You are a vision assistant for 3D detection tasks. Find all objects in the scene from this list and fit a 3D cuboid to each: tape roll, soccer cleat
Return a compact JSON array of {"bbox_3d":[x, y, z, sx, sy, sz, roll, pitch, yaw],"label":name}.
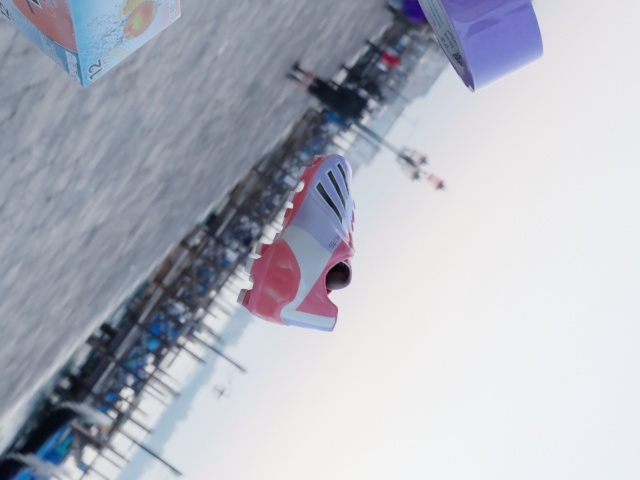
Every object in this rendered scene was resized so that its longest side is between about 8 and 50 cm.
[{"bbox_3d":[0.154,-0.255,1.035,0.080,0.189,0.189,-27,-175,6],"label":"tape roll"},{"bbox_3d":[0.000,0.000,0.950,0.248,0.095,0.083,-61,172,-54],"label":"soccer cleat"}]

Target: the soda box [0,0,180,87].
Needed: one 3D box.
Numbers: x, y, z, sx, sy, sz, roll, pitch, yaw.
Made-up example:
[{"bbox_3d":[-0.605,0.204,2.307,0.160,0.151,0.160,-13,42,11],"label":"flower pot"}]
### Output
[{"bbox_3d":[-0.095,-0.142,0.375,0.063,0.058,0.183,-43,165,-24],"label":"soda box"}]
